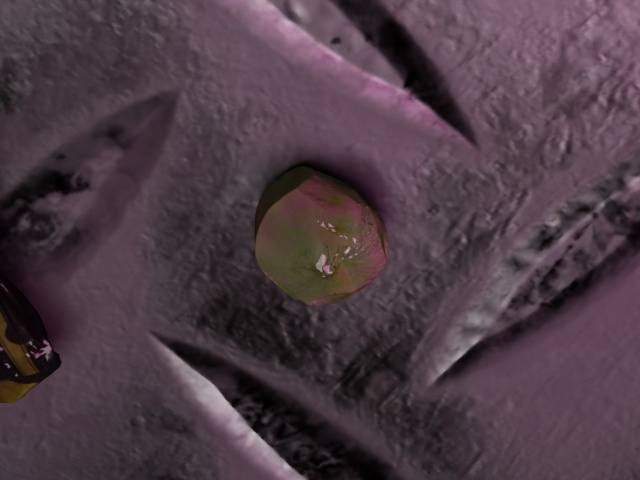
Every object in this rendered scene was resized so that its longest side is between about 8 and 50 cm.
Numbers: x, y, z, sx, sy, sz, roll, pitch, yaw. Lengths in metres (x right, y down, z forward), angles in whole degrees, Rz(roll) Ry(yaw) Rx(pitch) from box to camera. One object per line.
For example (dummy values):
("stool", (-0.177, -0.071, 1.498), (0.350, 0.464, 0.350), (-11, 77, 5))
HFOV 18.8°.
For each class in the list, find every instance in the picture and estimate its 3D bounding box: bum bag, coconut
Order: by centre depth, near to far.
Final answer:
("coconut", (0.000, 0.000, 1.177), (0.082, 0.081, 0.083), (1, 113, -7))
("bum bag", (-0.240, 0.009, 1.227), (0.107, 0.060, 0.232), (-6, 118, 22))
